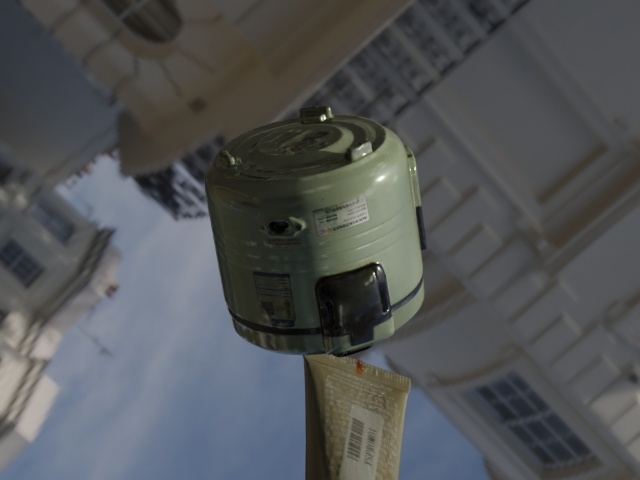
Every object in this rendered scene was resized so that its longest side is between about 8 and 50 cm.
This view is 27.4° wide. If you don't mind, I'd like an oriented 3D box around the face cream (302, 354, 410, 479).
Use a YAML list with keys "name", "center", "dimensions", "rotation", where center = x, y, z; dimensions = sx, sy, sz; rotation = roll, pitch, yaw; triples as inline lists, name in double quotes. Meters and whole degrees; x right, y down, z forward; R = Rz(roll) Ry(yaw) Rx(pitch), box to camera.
- name: "face cream"
  center: [0.032, 0.260, 1.376]
  dimensions: [0.341, 0.137, 0.084]
  rotation: [-85, -159, -43]

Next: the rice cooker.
- name: "rice cooker"
  center: [0.000, 0.000, 1.359]
  dimensions: [0.226, 0.244, 0.226]
  rotation: [-5, -157, 2]
